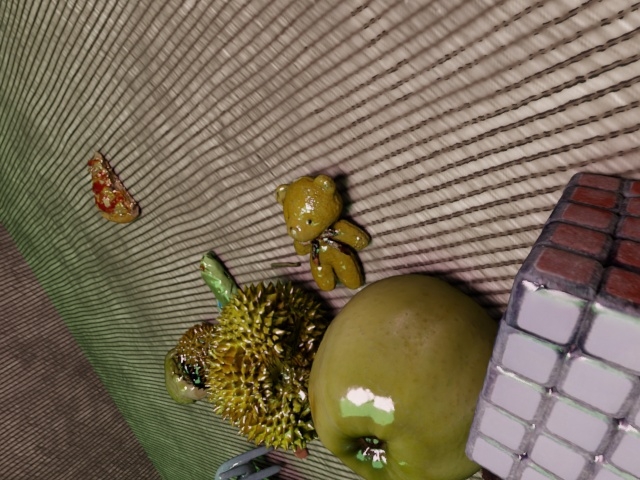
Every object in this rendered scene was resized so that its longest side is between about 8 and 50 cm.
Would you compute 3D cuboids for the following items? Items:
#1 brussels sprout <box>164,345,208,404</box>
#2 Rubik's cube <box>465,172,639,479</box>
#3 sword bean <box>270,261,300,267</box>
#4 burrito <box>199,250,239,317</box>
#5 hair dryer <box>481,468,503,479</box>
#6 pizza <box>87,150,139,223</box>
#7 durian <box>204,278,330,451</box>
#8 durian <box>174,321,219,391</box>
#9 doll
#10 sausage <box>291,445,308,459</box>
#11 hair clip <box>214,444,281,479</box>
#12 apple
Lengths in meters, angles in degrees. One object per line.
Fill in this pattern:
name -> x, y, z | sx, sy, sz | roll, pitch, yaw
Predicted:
brussels sprout -> -0.371, 0.386, 1.234 | 0.183, 0.132, 0.145 | 47, 133, 37
Rubik's cube -> 0.291, 0.102, 0.371 | 0.238, 0.237, 0.236 | 21, 130, 33
sword bean -> -0.069, 0.047, 0.832 | 0.083, 0.012, 0.012 | -3, 113, 44
burrito -> -0.203, 0.158, 1.000 | 0.104, 0.054, 0.287 | -19, 104, 49
hair dryer -> 0.398, 0.409, 0.549 | 0.362, 0.128, 0.203 | 1, 112, 41
pizza -> -0.559, -0.132, 1.131 | 0.188, 0.062, 0.198 | -2, 113, 41
durian -> -0.073, 0.218, 0.766 | 0.291, 0.291, 0.224 | 50, 134, 6
durian -> -0.269, 0.308, 1.090 | 0.238, 0.138, 0.193 | -8, 110, 44
doll -> 0.000, 0.000, 0.681 | 0.137, 0.097, 0.209 | -5, 117, 38
sausage -> -0.065, 0.494, 1.097 | 0.042, 0.036, 0.157 | 15, 127, 50
hair clip -> -0.199, 0.765, 1.186 | 0.238, 0.393, 0.318 | -55, 49, 34
apple -> 0.123, 0.187, 0.581 | 0.279, 0.279, 0.278 | 23, 129, 31
